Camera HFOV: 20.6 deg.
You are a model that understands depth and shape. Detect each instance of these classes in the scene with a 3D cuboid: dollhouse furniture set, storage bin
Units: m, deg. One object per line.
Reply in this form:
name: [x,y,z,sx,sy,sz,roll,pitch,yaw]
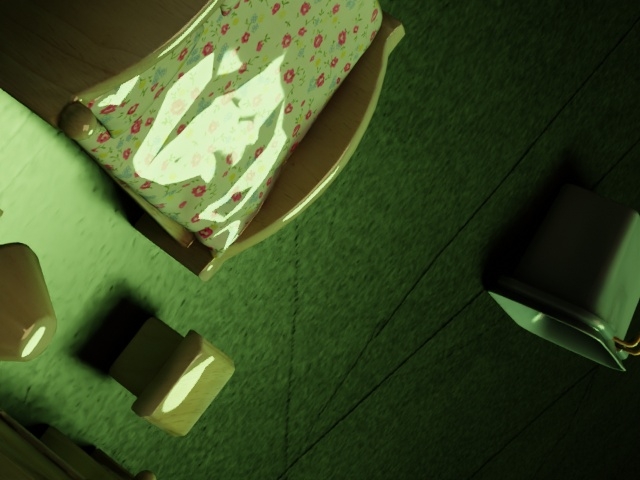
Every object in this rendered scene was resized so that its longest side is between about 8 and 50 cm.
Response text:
dollhouse furniture set: [0.000,0.000,0.683,0.355,0.174,0.303,-52,157,-5]
storage bin: [0.183,0.025,1.182,0.091,0.098,0.135,-64,157,-5]
